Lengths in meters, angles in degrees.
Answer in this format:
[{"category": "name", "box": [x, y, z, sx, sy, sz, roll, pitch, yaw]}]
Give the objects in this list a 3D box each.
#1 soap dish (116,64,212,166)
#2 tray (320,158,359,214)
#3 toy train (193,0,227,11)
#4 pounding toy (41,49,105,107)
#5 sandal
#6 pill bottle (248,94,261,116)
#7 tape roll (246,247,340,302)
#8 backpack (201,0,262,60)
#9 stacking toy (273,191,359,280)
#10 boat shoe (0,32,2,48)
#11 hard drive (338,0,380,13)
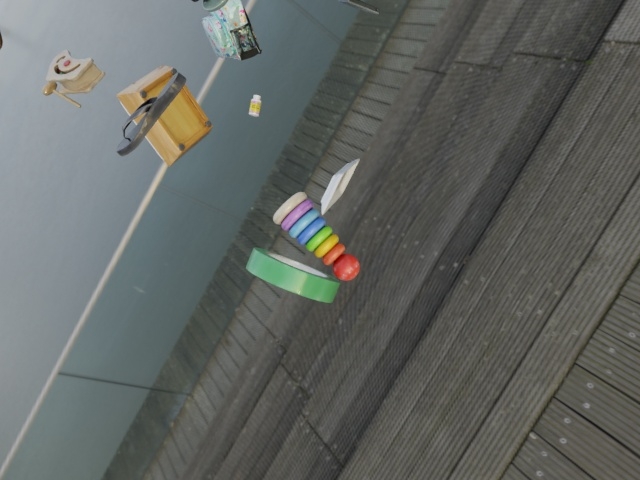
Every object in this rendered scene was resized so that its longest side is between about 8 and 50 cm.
[{"category": "soap dish", "box": [-0.530, -0.444, 1.839, 0.118, 0.290, 0.229, -7, 35, 44]}, {"category": "tray", "box": [0.058, -0.180, 1.659, 0.145, 0.030, 0.270, -64, -5, 23]}, {"category": "toy train", "box": [-0.164, -0.604, 1.063, 0.334, 0.142, 0.190, -12, 64, 26]}, {"category": "pounding toy", "box": [-0.909, -0.605, 1.963, 0.270, 0.155, 0.154, 5, 64, 26]}, {"category": "sandal", "box": [-0.425, -0.315, 1.281, 0.254, 0.055, 0.097, -47, 31, 14]}, {"category": "pill bottle", "box": [-0.273, -0.566, 2.204, 0.043, 0.043, 0.083, 12, 93, 50]}, {"category": "tape roll", "box": [-0.093, 0.117, 1.798, 0.321, 0.321, 0.077, 24, 94, 51]}, {"category": "backpack", "box": [-0.376, -0.877, 2.158, 0.191, 0.253, 0.225, -23, 32, -16]}, {"category": "stacking toy", "box": [0.000, 0.000, 1.727, 0.330, 0.141, 0.141, 47, 113, 4]}, {"category": "boat shoe", "box": [-0.696, -0.467, 1.017, 0.095, 0.257, 0.095, 37, 64, 26]}, {"category": "hard drive", "box": [0.143, -0.881, 1.959, 0.094, 0.135, 0.022, 46, 122, 55]}]
